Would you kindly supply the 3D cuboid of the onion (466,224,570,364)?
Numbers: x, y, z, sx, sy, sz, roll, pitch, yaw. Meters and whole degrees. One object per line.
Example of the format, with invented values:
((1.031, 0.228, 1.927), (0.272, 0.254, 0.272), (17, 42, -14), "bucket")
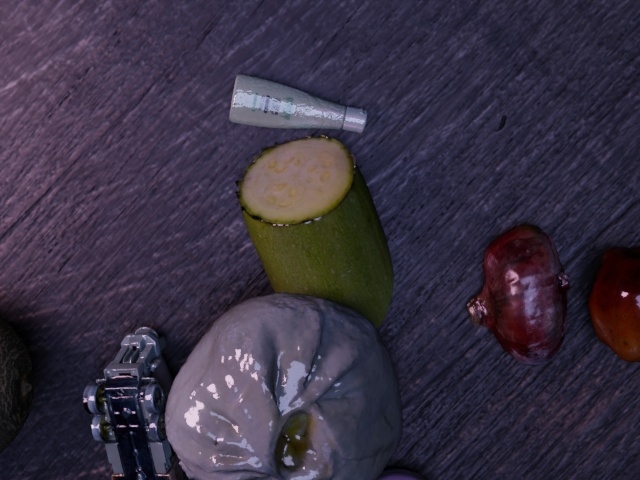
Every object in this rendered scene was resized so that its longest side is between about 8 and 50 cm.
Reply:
((0.293, 0.088, 1.473), (0.151, 0.098, 0.205), (-17, 100, 0), "onion")

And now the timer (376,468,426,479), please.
((0.089, 0.450, 1.545), (0.209, 0.069, 0.190), (-23, 100, 1), "timer")

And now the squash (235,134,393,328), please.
((0.000, 0.000, 1.488), (0.189, 0.189, 0.260), (-22, 136, 2), "squash")

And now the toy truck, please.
((-0.250, 0.265, 1.475), (0.108, 0.140, 0.256), (-5, 108, 15), "toy truck")

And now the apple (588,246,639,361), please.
((0.468, 0.093, 1.459), (0.156, 0.147, 0.158), (-4, 102, -23), "apple")

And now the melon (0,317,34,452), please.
((-0.556, 0.203, 1.394), (0.329, 0.248, 0.248), (-3, 100, 6), "melon")

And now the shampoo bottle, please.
((-0.030, -0.184, 1.444), (0.191, 0.041, 0.069), (10, 94, -4), "shampoo bottle")

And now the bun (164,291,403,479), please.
((-0.034, 0.246, 1.412), (0.355, 0.194, 0.354), (-7, 114, -16), "bun")
